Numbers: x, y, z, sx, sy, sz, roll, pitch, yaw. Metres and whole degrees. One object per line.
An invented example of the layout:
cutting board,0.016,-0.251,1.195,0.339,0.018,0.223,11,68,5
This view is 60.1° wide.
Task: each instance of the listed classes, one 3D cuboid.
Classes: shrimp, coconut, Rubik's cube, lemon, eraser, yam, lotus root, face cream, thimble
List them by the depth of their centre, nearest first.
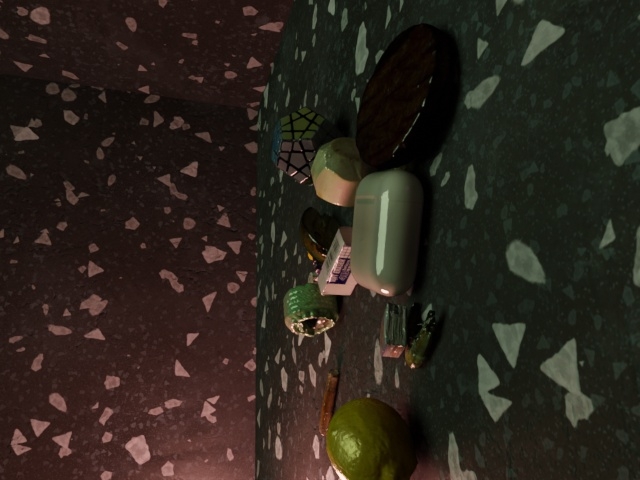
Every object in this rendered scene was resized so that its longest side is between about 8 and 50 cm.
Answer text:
shrimp,0.254,0.233,1.440,0.150,0.051,0.217,-93,13,-47
lemon,0.132,0.540,1.455,0.288,0.234,0.233,-140,56,-61
coconut,0.076,-0.220,1.876,0.241,0.241,0.241,-176,90,-74
eraser,0.087,0.074,1.902,0.287,0.130,0.086,114,151,-45
yam,0.030,0.617,2.094,0.046,0.046,0.264,-136,53,-69
thimble,-0.037,0.270,2.130,0.219,0.219,0.150,119,151,-54
lotus root,0.000,0.005,2.152,0.314,0.210,0.142,-89,22,-64
Rubik's cube,-0.051,-0.379,2.238,0.319,0.264,0.319,-176,90,-74
face cream,-0.019,0.021,2.353,0.078,0.078,0.273,115,154,-50

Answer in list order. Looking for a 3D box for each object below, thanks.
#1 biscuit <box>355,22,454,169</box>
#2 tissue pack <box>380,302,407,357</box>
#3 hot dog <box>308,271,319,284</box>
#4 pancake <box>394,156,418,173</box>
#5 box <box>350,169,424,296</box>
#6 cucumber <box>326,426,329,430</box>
biscuit,0.231,-0.390,1.536,0.407,0.091,0.407,-48,34,48
tissue pack,0.200,0.248,1.511,0.155,0.065,0.115,86,-170,-67
hot dog,-0.025,0.227,2.373,0.099,0.053,0.192,172,99,-74
pancake,0.244,-0.292,1.637,0.235,0.029,0.212,-106,27,-46
box,0.184,-0.024,1.576,0.289,0.141,0.349,-165,79,-74
cucumber,0.051,0.726,2.017,0.135,0.033,0.034,-124,38,-65
